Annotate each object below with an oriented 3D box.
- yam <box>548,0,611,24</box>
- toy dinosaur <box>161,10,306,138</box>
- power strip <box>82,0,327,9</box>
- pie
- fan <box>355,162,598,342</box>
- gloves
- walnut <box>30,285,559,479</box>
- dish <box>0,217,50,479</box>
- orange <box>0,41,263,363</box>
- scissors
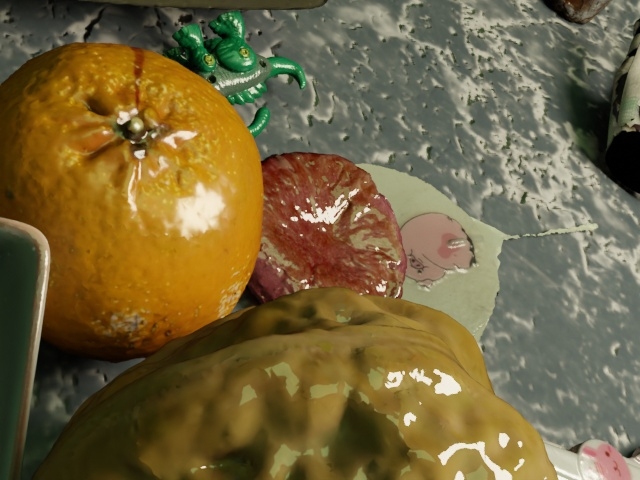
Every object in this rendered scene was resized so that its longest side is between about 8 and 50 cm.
[{"bbox_3d":[0.306,-0.300,1.014,0.079,0.141,0.079,16,54,-23],"label":"yam"},{"bbox_3d":[-0.068,-0.120,0.733,0.132,0.059,0.096,-21,81,-32],"label":"toy dinosaur"},{"bbox_3d":[-0.141,-0.281,0.759,0.257,0.092,0.251,-5,52,-33],"label":"power strip"},{"bbox_3d":[0.000,0.000,0.683,0.154,0.038,0.153,11,55,-17],"label":"pie"},{"bbox_3d":[0.123,0.002,0.773,0.310,0.010,0.182,-9,62,-33],"label":"fan"},{"bbox_3d":[0.352,-0.141,0.948,0.128,0.111,0.212,23,47,20],"label":"gloves"},{"bbox_3d":[-0.019,0.142,0.454,0.257,0.257,0.224,9,28,-23],"label":"walnut"},{"bbox_3d":[-0.217,0.101,0.448,0.154,0.064,0.234,7,79,-10],"label":"dish"},{"bbox_3d":[-0.120,-0.026,0.558,0.193,0.161,0.193,19,48,-22],"label":"orange"},{"bbox_3d":[0.199,0.170,0.678,0.242,0.030,0.118,23,48,-16],"label":"scissors"}]
